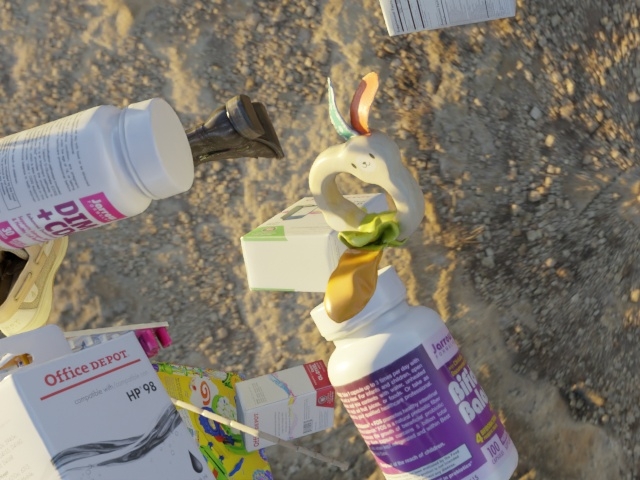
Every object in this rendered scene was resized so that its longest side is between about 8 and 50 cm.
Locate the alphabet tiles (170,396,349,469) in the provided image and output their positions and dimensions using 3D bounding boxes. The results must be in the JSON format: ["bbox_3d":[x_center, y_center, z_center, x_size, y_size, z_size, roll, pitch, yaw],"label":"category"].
[{"bbox_3d":[-0.084,0.224,1.007,0.198,0.237,0.009,11,73,35],"label":"alphabet tiles"}]

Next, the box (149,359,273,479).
[{"bbox_3d":[-0.269,0.407,1.645,0.177,0.279,0.290,-47,46,30],"label":"box"}]

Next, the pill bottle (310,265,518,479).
[{"bbox_3d":[0.114,0.192,1.105,0.169,0.169,0.302,-30,90,21],"label":"pill bottle"}]

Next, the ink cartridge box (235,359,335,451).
[{"bbox_3d":[-0.067,0.306,1.584,0.072,0.175,0.128,-120,24,-44],"label":"ink cartridge box"}]

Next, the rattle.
[{"bbox_3d":[0.022,-0.043,0.824,0.130,0.200,0.142,35,62,26],"label":"rattle"}]

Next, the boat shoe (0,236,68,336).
[{"bbox_3d":[-0.582,0.029,1.677,0.121,0.110,0.341,-19,49,12],"label":"boat shoe"}]

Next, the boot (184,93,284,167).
[{"bbox_3d":[-0.194,-0.152,1.424,0.228,0.263,0.091,-24,77,10],"label":"boot"}]

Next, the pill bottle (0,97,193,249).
[{"bbox_3d":[-0.335,-0.097,1.200,0.283,0.160,0.161,-15,87,13],"label":"pill bottle"}]

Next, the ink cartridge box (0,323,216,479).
[{"bbox_3d":[-0.139,0.125,0.514,0.060,0.104,0.180,-36,81,29],"label":"ink cartridge box"}]

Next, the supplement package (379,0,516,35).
[{"bbox_3d":[0.202,-0.454,1.358,0.203,0.194,0.149,-5,135,19],"label":"supplement package"}]

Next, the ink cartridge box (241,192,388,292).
[{"bbox_3d":[0.000,0.000,1.315,0.154,0.212,0.093,-1,107,29],"label":"ink cartridge box"}]

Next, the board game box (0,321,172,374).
[{"bbox_3d":[-0.529,0.285,1.638,0.390,0.390,0.050,-36,74,21],"label":"board game box"}]
